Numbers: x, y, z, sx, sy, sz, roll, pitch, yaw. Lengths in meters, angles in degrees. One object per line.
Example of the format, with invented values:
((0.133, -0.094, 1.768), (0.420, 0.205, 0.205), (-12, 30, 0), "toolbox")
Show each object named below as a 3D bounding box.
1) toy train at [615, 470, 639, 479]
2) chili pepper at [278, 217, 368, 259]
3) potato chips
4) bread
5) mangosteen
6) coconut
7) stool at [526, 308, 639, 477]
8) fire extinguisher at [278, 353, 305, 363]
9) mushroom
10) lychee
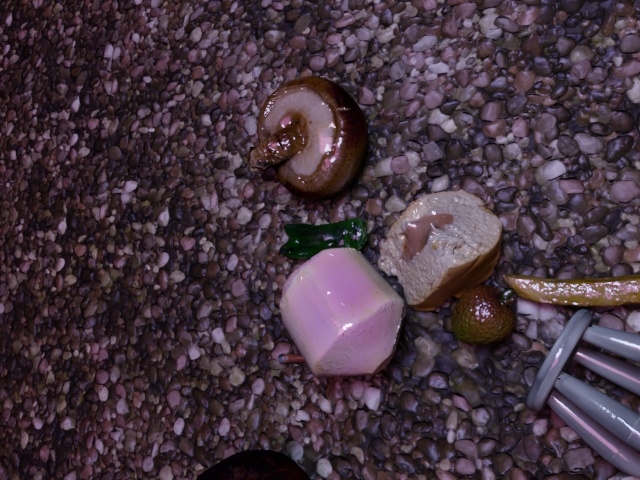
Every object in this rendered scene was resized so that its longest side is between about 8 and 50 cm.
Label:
((0.576, 0.450, 0.825), (0.125, 0.081, 0.193), (-34, 71, 27), "toy train")
((-0.001, 0.000, 1.181), (0.225, 0.061, 0.097), (-7, 85, 22), "chili pepper")
((0.541, 0.076, 0.917), (0.407, 0.057, 0.080), (-9, 80, 23), "potato chips")
((0.262, 0.017, 1.048), (0.211, 0.224, 0.183), (-17, 60, -22), "bread")
((-0.138, 0.579, 1.018), (0.297, 0.297, 0.293), (-5, 100, 24), "mangosteen")
((0.051, 0.161, 1.045), (0.233, 0.233, 0.245), (-41, 66, 13), "coconut")
((0.468, 0.243, 0.835), (0.199, 0.195, 0.195), (32, 71, 31), "stool")
((-0.055, 0.267, 1.178), (0.083, 0.022, 0.028), (-8, 47, 23), "fire extinguisher")
((-0.028, -0.229, 1.183), (0.278, 0.163, 0.297), (-27, 70, 9), "mushroom")
((0.312, 0.141, 0.983), (0.146, 0.114, 0.114), (-44, 65, 33), "lychee")
